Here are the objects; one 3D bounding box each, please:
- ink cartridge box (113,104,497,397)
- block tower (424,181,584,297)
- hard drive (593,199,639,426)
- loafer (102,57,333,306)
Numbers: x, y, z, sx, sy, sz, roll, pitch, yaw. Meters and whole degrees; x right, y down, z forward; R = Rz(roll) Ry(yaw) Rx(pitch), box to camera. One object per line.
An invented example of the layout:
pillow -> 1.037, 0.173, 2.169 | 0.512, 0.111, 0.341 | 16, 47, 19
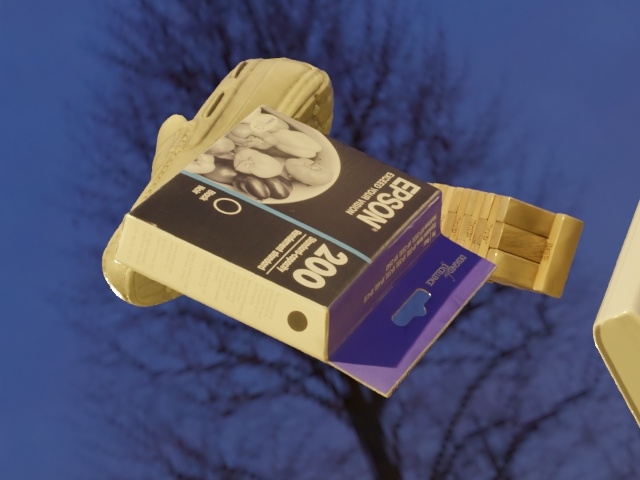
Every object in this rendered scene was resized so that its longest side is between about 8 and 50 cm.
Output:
ink cartridge box -> 0.000, 0.000, 1.342 | 0.206, 0.208, 0.045 | -45, -22, -55
block tower -> 0.157, -0.009, 2.247 | 0.097, 0.091, 0.335 | 18, -3, -29
hard drive -> 0.285, 0.084, 1.486 | 0.040, 0.203, 0.307 | -25, 12, 24
loafer -> -0.104, -0.058, 1.771 | 0.319, 0.111, 0.112 | -48, -31, -42
